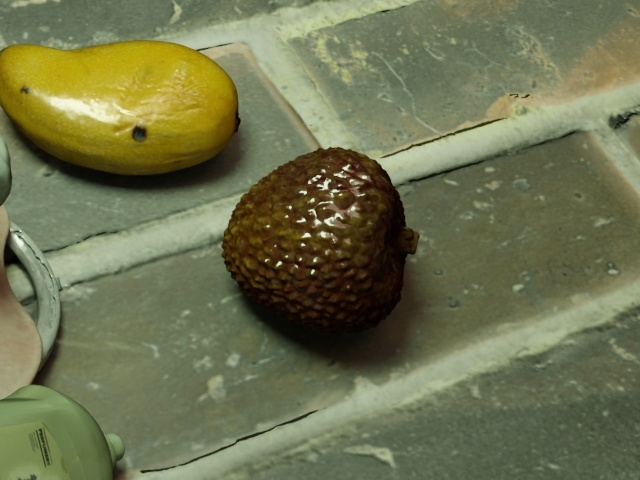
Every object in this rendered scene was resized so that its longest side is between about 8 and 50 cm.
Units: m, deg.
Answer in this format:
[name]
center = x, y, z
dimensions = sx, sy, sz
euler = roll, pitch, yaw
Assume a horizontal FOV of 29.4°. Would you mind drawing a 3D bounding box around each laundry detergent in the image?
[laundry detergent]
center = -0.251, 0.203, 0.968
dimensions = 0.253, 0.091, 0.181
euler = -13, 94, -54

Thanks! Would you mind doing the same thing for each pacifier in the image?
[pacifier]
center = -0.354, 0.012, 1.055
dimensions = 0.220, 0.273, 0.332
euler = -17, 59, -9

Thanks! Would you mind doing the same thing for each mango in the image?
[mango]
center = -0.214, -0.142, 1.286
dimensions = 0.262, 0.109, 0.157
euler = 5, 61, -8

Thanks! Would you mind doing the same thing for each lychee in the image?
[lychee]
center = 0.006, 0.002, 1.200
dimensions = 0.194, 0.194, 0.194
euler = 9, 51, -11
